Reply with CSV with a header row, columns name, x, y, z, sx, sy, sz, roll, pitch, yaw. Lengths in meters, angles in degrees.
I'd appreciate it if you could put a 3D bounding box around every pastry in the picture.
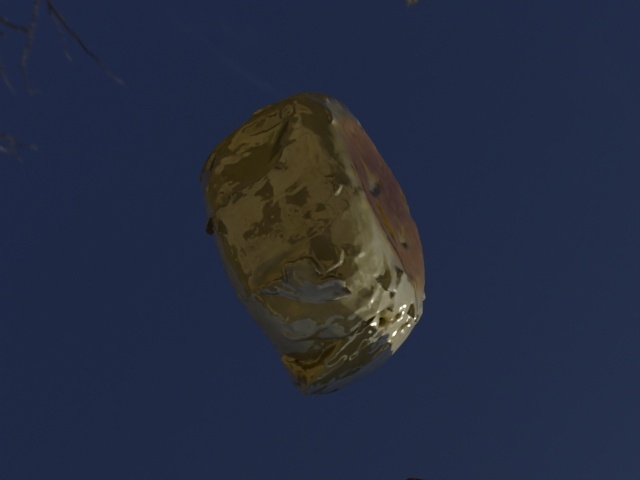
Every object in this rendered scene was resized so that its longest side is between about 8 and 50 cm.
name,x,y,z,sx,sy,sz,roll,pitch,yaw
pastry,0.000,0.000,0.664,0.088,0.166,0.165,-25,-112,15

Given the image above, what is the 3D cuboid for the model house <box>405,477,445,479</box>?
name,x,y,z,sx,sy,sz,roll,pitch,yaw
model house,0.100,0.242,0.724,0.176,0.248,0.180,6,-109,28
